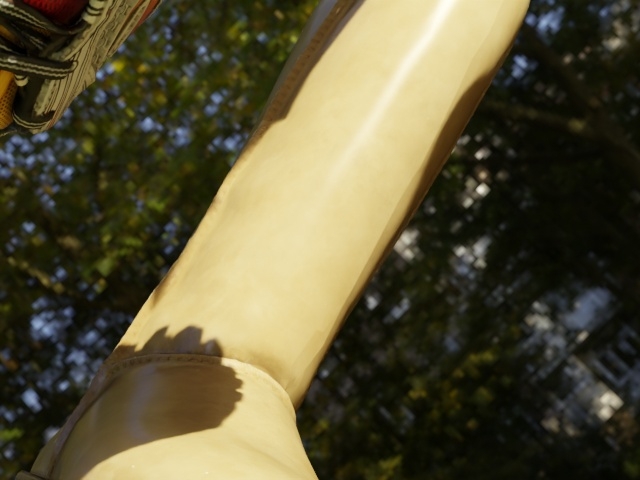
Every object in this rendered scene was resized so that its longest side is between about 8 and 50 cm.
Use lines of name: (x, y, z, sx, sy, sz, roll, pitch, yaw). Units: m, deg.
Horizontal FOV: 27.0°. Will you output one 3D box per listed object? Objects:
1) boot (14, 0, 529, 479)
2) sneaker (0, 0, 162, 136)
boot: (0.000, 0.000, 0.448, 0.269, 0.089, 0.236, -58, 22, -18)
sneaker: (-0.065, -0.070, 0.322, 0.225, 0.088, 0.092, -28, 40, 51)
